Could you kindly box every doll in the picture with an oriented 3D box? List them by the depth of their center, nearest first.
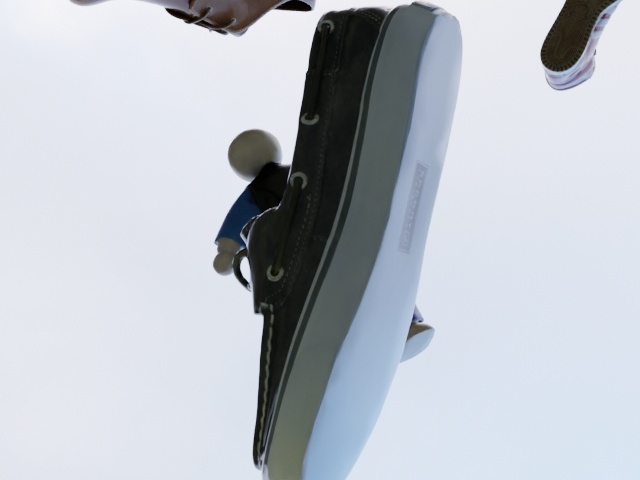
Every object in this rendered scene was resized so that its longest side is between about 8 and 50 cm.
[{"bbox_3d":[-0.009,0.000,0.591,0.129,0.046,0.189,-21,-116,-21],"label":"doll"}]

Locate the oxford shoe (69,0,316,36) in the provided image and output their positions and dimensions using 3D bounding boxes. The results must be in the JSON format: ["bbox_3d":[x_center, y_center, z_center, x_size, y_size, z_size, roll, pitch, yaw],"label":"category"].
[{"bbox_3d":[-0.082,-0.178,0.649,0.076,0.212,0.076,9,-69,53],"label":"oxford shoe"}]

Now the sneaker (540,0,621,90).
[{"bbox_3d":[0.210,-0.172,0.725,0.042,0.067,0.118,33,-92,19],"label":"sneaker"}]

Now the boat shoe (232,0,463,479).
[{"bbox_3d":[0.000,0.000,0.414,0.076,0.080,0.228,12,-92,26],"label":"boat shoe"}]
